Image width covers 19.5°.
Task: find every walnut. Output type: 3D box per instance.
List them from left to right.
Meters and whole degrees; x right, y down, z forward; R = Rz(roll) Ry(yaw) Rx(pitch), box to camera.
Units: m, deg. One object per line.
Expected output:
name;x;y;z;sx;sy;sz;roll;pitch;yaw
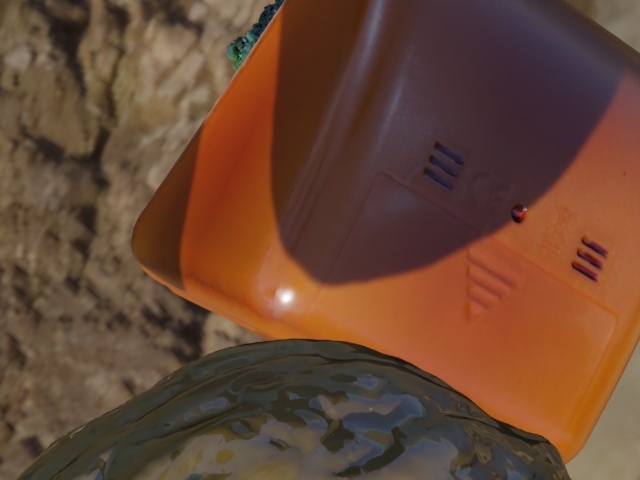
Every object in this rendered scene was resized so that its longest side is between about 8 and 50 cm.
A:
walnut;-0.019;0.152;0.568;0.261;0.225;0.225;-44;93;-10

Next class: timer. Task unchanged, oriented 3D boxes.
timer;0.074;-0.030;1.033;0.257;0.161;0.250;30;85;-26

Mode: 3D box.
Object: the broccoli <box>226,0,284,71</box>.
broccoli;0.037;-0.087;1.264;0.194;0.194;0.220;60;26;2
